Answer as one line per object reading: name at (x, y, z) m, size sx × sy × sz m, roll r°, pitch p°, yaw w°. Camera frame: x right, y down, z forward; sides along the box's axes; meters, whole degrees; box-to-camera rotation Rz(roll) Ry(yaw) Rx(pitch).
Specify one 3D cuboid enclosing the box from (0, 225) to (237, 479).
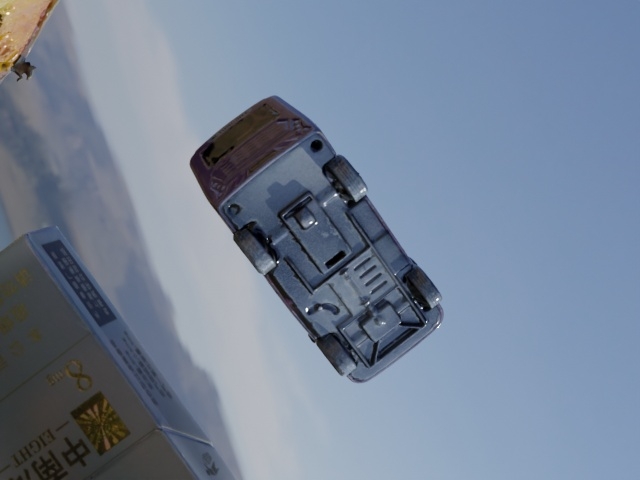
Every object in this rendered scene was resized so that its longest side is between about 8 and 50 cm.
box at (-0.192, 0.131, 1.099) m, size 0.243 × 0.155 × 0.067 m, roll 53°, pitch 16°, yaw 2°

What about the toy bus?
toy bus at (0.000, 0.000, 0.928) m, size 0.178 × 0.087 × 0.098 m, roll 54°, pitch -4°, yaw -35°

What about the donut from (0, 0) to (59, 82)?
donut at (-0.243, -0.158, 1.034) m, size 0.078 × 0.146 × 0.181 m, roll 46°, pitch -37°, yaw 6°
